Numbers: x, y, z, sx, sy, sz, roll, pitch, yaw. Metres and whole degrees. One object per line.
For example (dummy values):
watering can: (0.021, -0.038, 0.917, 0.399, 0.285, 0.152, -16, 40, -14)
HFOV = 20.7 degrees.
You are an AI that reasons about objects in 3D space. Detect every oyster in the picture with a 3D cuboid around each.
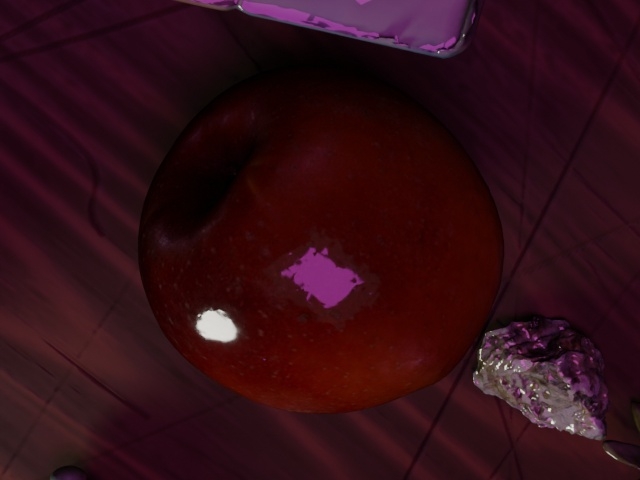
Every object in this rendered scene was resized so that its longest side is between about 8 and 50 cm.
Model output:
oyster: (0.161, 0.104, 1.269, 0.100, 0.037, 0.098, -3, 115, -4)

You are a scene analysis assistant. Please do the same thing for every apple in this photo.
apple: (0.000, 0.000, 1.108, 0.218, 0.218, 0.201, -38, 120, 13)

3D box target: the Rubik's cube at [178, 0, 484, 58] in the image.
Rubik's cube: (-0.064, -0.330, 0.872, 0.346, 0.344, 0.347, 13, 113, -12)

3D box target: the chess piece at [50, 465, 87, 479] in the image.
chess piece: (-0.182, 0.294, 1.296, 0.139, 0.139, 0.272, -2, 104, -4)

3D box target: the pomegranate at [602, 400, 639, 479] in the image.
pomegranate: (0.298, 0.194, 1.278, 0.152, 0.131, 0.191, -35, 107, 15)
